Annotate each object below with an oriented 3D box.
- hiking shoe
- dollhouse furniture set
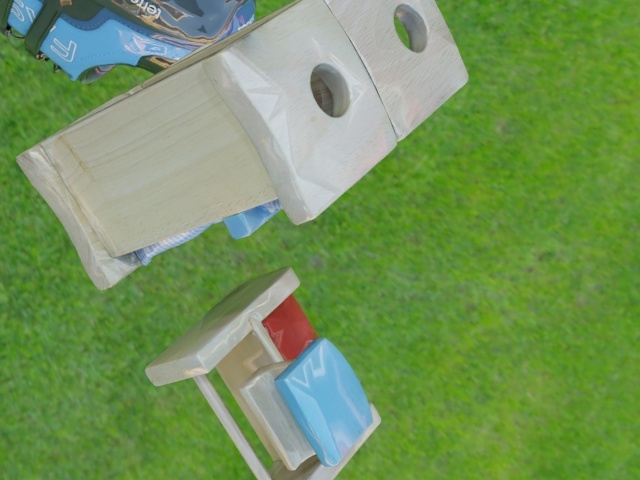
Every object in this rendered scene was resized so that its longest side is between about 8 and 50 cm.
[{"bbox_3d":[-0.164,-0.148,0.672,0.113,0.304,0.132,-39,135,-39],"label":"hiking shoe"},{"bbox_3d":[0.000,0.000,0.498,0.129,0.129,0.183,-43,108,-45],"label":"dollhouse furniture set"}]
